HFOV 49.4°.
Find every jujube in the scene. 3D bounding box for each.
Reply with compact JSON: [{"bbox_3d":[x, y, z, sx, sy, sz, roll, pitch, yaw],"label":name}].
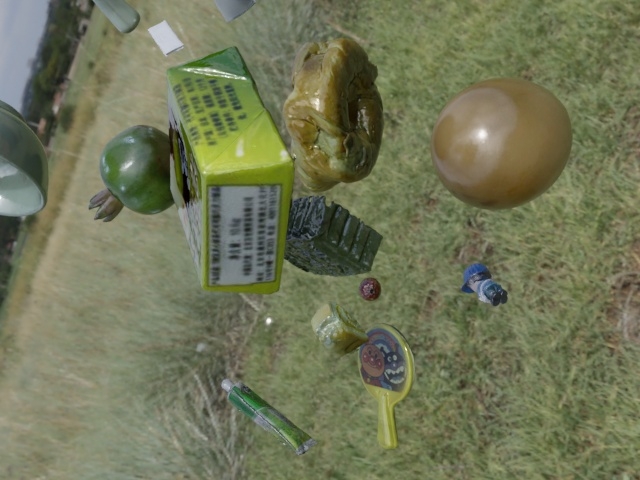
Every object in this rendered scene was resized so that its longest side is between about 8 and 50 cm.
[{"bbox_3d":[0.160,0.156,2.244,0.129,0.077,0.077,27,-99,-86],"label":"jujube"}]

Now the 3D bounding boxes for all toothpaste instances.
[{"bbox_3d":[-0.117,0.375,1.497,0.248,0.078,0.047,32,109,24],"label":"toothpaste"}]

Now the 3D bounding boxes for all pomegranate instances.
[{"bbox_3d":[-0.375,-0.123,1.409,0.225,0.187,0.187,-39,32,11],"label":"pomegranate"}]

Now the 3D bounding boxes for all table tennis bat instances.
[{"bbox_3d":[0.187,0.424,2.025,0.224,0.054,0.369,1,94,50],"label":"table tennis bat"}]

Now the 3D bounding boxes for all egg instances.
[{"bbox_3d":[0.422,-0.224,1.616,0.301,0.374,0.301,13,110,42],"label":"egg"}]

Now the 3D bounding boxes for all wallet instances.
[{"bbox_3d":[-0.308,-0.403,1.386,0.083,0.044,0.011,54,169,24],"label":"wallet"}]

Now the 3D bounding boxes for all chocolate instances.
[{"bbox_3d":[-0.153,-0.101,1.108,0.301,0.137,0.289,99,153,-47],"label":"chocolate"}]

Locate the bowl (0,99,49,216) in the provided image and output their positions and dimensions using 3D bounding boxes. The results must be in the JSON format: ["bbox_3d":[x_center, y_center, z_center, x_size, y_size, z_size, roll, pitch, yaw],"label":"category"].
[{"bbox_3d":[-0.624,-0.174,1.269,0.289,0.289,0.146,-34,41,55],"label":"bowl"}]

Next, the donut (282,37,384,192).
[{"bbox_3d":[0.032,-0.293,1.661,0.170,0.360,0.360,0,69,26],"label":"donut"}]

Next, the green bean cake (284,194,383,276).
[{"bbox_3d":[0.000,0.000,1.321,0.173,0.181,0.094,-4,59,48],"label":"green bean cake"}]

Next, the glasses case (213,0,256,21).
[{"bbox_3d":[-0.221,-0.560,1.295,0.128,0.308,0.083,12,59,50],"label":"glasses case"}]

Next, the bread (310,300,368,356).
[{"bbox_3d":[0.047,0.242,1.800,0.103,0.156,0.110,-46,4,13],"label":"bread"}]

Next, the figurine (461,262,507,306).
[{"bbox_3d":[0.400,0.105,1.706,0.136,0.077,0.079,-147,46,-66],"label":"figurine"}]

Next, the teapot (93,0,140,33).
[{"bbox_3d":[-0.519,-0.559,1.411,0.149,0.318,0.220,-47,2,28],"label":"teapot"}]
